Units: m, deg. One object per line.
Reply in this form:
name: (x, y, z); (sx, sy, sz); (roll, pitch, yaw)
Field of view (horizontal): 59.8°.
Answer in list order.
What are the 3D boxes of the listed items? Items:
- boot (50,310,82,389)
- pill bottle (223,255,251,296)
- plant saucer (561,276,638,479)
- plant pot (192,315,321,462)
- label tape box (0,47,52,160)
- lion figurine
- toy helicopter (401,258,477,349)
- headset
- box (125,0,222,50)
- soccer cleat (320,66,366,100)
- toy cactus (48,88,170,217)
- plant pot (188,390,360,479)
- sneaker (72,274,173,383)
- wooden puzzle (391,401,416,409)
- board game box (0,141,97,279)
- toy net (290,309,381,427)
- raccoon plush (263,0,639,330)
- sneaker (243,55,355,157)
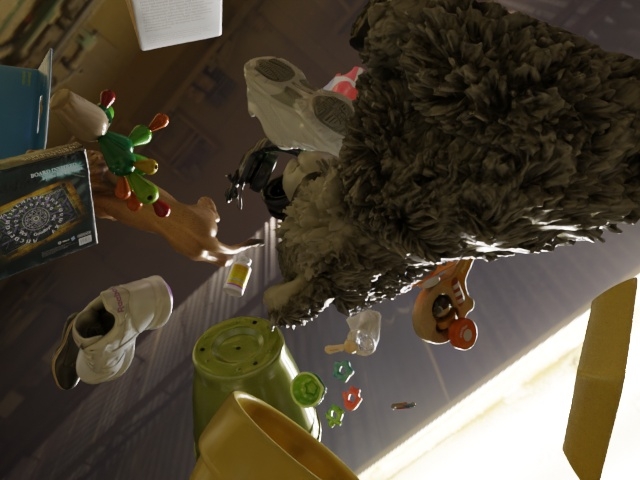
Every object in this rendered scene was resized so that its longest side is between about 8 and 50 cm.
boot: (-0.547, 0.281, 1.271); (0.137, 0.077, 0.198); (30, -67, 38)
pill bottle: (-0.172, 0.074, 1.170); (0.043, 0.043, 0.083); (-27, -142, 47)
plant saucer: (0.572, 0.287, 1.149); (0.081, 0.333, 0.333); (11, -144, 28)
plant pot: (-0.194, 0.410, 1.509); (0.366, 0.353, 0.366); (-4, -148, 2)
label tape box: (-0.624, -0.183, 1.022); (0.347, 0.115, 0.249); (-29, -120, 36)
lion figurine: (-0.283, -0.049, 0.912); (0.240, 0.392, 0.142); (-157, -97, -86)
toy helicopter: (0.343, 0.102, 1.495); (0.140, 0.235, 0.355); (3, -120, 57)
headset: (-0.131, -0.183, 1.566); (0.394, 0.243, 0.185); (-16, -138, 39)
box: (-0.279, -0.534, 0.967); (0.168, 0.215, 0.345); (-17, 168, -16)
soccer cleat: (0.035, -0.328, 1.252); (0.095, 0.083, 0.248); (-65, -160, 0)
toy cactus: (-0.279, -0.141, 0.756); (0.112, 0.180, 0.219); (-29, -119, 8)
plant pot: (-0.093, 0.378, 0.759); (0.239, 0.254, 0.254); (-52, -160, -8)
sneaker: (-0.394, 0.164, 0.999); (0.152, 0.114, 0.305); (-5, 145, -51)
wooden puzzle: (0.262, 0.524, 1.760); (0.078, 0.014, 0.116); (-9, 169, 5)
board game box: (-0.327, -0.021, 0.575); (0.186, 0.026, 0.126); (-28, 137, -43)
toy net: (0.046, 0.236, 1.049); (0.122, 0.045, 0.232); (40, -79, 27)
raccoon plush: (0.117, 0.005, 0.405); (0.446, 0.216, 0.299); (44, -62, 50)
sneaker: (-0.022, -0.168, 0.812); (0.090, 0.232, 0.115); (-30, 152, -32)
